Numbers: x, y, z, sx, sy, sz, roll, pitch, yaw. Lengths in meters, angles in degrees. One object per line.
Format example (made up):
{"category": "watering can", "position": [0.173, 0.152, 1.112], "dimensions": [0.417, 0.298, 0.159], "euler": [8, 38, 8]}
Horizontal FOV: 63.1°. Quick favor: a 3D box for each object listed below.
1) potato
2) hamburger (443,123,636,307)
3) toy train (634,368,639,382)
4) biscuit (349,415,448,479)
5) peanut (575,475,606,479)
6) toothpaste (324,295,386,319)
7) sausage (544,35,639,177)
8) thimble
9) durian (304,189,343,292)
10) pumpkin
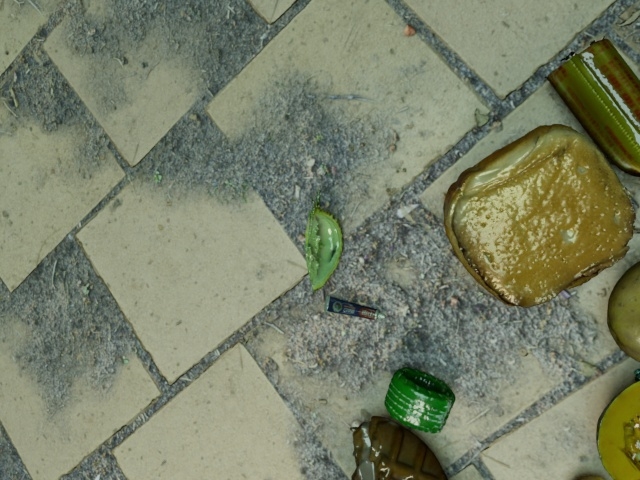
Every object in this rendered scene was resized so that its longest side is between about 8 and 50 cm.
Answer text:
{"category": "potato", "position": [0.628, 0.110, 0.879], "dimensions": [0.266, 0.229, 0.229], "euler": [-25, 81, 31]}
{"category": "hamburger", "position": [0.391, -0.038, 0.958], "dimensions": [0.304, 0.174, 0.284], "euler": [-29, 82, 15]}
{"category": "toy train", "position": [0.614, 0.231, 0.946], "dimensions": [0.092, 0.045, 0.029], "euler": [-40, 79, 15]}
{"category": "biscuit", "position": [0.121, 0.547, 0.981], "dimensions": [0.268, 0.115, 0.366], "euler": [30, 64, 0]}
{"category": "peanut", "position": [0.468, 0.526, 0.963], "dimensions": [0.087, 0.087, 0.207], "euler": [36, 97, 15]}
{"category": "toothpaste", "position": [0.074, 0.151, 1.133], "dimensions": [0.140, 0.021, 0.037], "euler": [10, 87, 20]}
{"category": "sausage", "position": [0.549, -0.215, 0.939], "dimensions": [0.117, 0.125, 0.317], "euler": [-35, 79, 14]}
{"category": "thimble", "position": [0.199, 0.318, 1.039], "dimensions": [0.130, 0.118, 0.090], "euler": [27, 100, 37]}
{"category": "durian", "position": [0.000, 0.000, 1.119], "dimensions": [0.086, 0.100, 0.215], "euler": [1, 95, 14]}
{"category": "pumpkin", "position": [0.586, 0.339, 0.929], "dimensions": [0.217, 0.110, 0.217], "euler": [0, 90, 5]}
